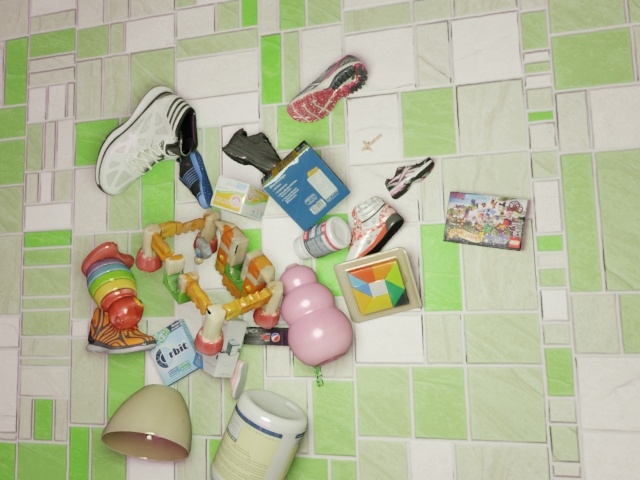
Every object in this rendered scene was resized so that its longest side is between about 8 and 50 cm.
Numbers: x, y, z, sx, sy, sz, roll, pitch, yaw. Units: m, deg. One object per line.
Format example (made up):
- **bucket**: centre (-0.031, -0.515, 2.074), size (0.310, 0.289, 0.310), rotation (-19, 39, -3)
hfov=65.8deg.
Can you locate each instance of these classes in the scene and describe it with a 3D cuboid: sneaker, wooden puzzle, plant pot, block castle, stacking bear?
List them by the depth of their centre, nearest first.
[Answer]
- **wooden puzzle**: centre (0.180, 0.148, 1.563), size (0.239, 0.044, 0.220), rotation (-14, 110, 14)
- **block castle**: centre (-0.351, 0.126, 1.569), size (0.453, 0.303, 0.212), rotation (44, 133, 28)
- **sneaker**: centre (0.284, -0.219, 1.607), size (0.178, 0.072, 0.077), rotation (-37, 67, 2)
- **sneaker**: centre (0.136, -0.019, 1.618), size (0.270, 0.090, 0.145), rotation (-49, 61, 15)
- **plant pot**: centre (-0.555, 0.595, 1.652), size (0.284, 0.284, 0.190), rotation (-5, 48, 13)
- **sneaker**: centre (0.018, -0.510, 1.683), size (0.299, 0.121, 0.112), rotation (-30, 50, 10)
- **sneaker**: centre (-0.294, 0.467, 1.693), size (0.070, 0.051, 0.134), rotation (14, 95, 28)
- **stacking bear**: centre (-0.699, 0.177, 1.700), size (0.164, 0.175, 0.289), rotation (-34, 61, -5)
- **sneaker**: centre (-0.199, -0.302, 1.714), size (0.287, 0.109, 0.130), rotation (27, 83, 11)
- **sneaker**: centre (-0.604, -0.319, 1.743), size (0.258, 0.169, 0.447), rotation (35, 92, 33)
- **sneaker**: centre (-0.710, 0.303, 1.744), size (0.321, 0.125, 0.179), rotation (-4, 82, 27)
- **sneaker**: centre (-0.454, -0.210, 1.778), size (0.091, 0.081, 0.232), rotation (-21, 74, 14)

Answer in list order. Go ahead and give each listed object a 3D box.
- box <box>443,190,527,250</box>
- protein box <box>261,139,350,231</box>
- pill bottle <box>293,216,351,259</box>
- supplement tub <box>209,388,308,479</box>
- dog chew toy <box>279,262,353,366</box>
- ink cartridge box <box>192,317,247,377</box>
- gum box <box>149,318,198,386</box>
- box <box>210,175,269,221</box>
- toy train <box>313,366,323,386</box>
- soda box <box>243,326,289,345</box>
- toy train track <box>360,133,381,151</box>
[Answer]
- **box**: centre (0.512, -0.061, 1.548), size (0.233, 0.044, 0.159), rotation (8, 86, 14)
- **protein box**: centre (-0.051, -0.177, 1.603), size (0.200, 0.136, 0.201), rotation (-41, 110, 7)
- **pill bottle**: centre (0.000, 0.000, 1.606), size (0.180, 0.108, 0.107), rotation (-24, 79, 39)
- **supplement tub**: centre (-0.201, 0.663, 1.555), size (0.236, 0.235, 0.324), rotation (23, 91, 14)
- **dog chew toy**: centre (-0.032, 0.226, 1.580), size (0.207, 0.206, 0.331), rotation (-27, 72, 10)
- **ink cartridge box**: centre (-0.338, 0.347, 1.668), size (0.140, 0.082, 0.190), rotation (12, 86, 44)
- **gum box**: centre (-0.516, 0.396, 1.753), size (0.157, 0.041, 0.184), rotation (-31, 78, 9)
- **box**: centre (-0.265, -0.137, 1.658), size (0.114, 0.203, 0.103), rotation (17, 89, 14)
- **toy train**: centre (-0.007, 0.441, 1.641), size (0.024, 0.017, 0.083), rotation (-11, 82, 2)
- **soda box**: centre (-0.173, 0.323, 1.672), size (0.169, 0.053, 0.060), rotation (-1, 85, 14)
- **toy train track**: centre (0.171, -0.331, 1.670), size (0.083, 0.014, 0.048), rotation (-38, 78, 7)
